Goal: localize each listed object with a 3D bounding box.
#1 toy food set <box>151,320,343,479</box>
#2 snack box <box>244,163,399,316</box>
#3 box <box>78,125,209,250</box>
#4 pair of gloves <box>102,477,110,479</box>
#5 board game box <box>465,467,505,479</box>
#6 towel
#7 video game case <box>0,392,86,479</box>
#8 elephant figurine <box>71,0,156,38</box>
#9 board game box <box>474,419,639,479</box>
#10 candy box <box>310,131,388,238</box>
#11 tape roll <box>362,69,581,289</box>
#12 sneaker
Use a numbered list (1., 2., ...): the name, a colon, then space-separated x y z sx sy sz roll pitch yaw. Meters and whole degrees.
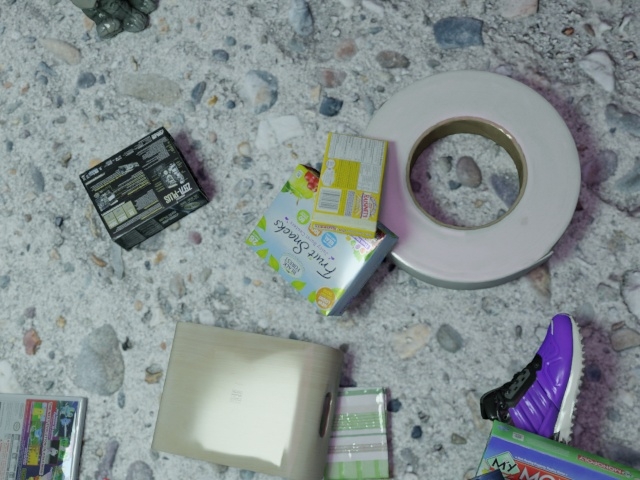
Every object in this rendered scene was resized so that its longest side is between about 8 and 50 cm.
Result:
1. toy food set: -0.127 0.268 1.446 0.306 0.092 0.219 7 77 17
2. snack box: 0.000 0.000 1.463 0.207 0.070 0.174 42 104 23
3. box: -0.319 -0.094 1.557 0.180 0.077 0.147 -31 74 -2
4. pair of gloves: -0.346 0.489 1.378 0.198 0.023 0.159 49 45 2
5. board game box: 0.221 0.445 1.277 0.042 0.243 0.165 -14 71 -29
6. towel: 0.057 0.322 1.438 0.113 0.023 0.152 -4 77 8
7. video game case: -0.506 0.369 1.489 0.184 0.023 0.201 1 75 7
8. elephant figurine: -0.405 -0.498 1.587 0.186 0.239 0.169 -11 75 4
9. board game box: 0.384 0.419 1.301 0.317 0.046 0.213 18 115 11
10. candy box: 0.050 -0.095 1.420 0.105 0.027 0.205 11 51 0
11. tape roll: 0.253 -0.107 1.498 0.392 0.072 0.392 -1 76 6
12. sneaker: 0.333 0.250 1.380 0.146 0.102 0.293 11 77 10
